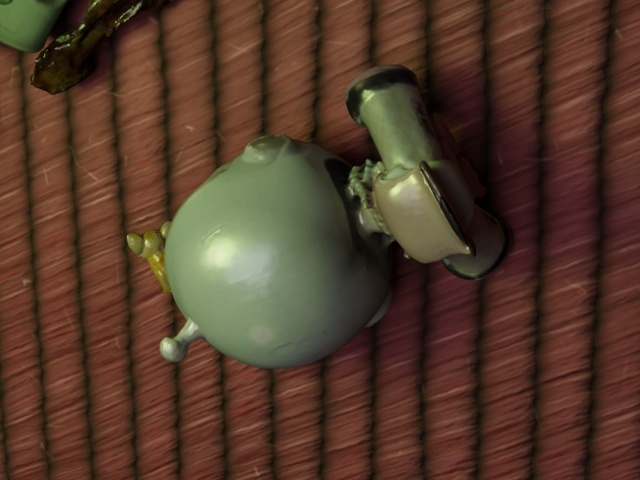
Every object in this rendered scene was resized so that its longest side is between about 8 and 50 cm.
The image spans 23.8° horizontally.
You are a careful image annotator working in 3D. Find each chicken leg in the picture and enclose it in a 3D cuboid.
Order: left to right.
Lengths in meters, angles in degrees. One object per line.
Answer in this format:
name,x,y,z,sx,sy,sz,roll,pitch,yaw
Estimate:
chicken leg,-0.221,-0.264,1.645,0.304,0.113,0.093,-38,71,30

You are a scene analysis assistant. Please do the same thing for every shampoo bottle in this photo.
shampoo bottle,-0.296,-0.326,1.655,0.118,0.087,0.234,31,114,-20

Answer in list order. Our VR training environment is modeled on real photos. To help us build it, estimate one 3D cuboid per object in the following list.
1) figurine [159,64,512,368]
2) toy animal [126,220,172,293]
figurine,-0.004,-0.009,1.576,0.361,0.211,0.253,-24,96,26
toy animal,-0.178,0.016,1.744,0.083,0.060,0.081,60,157,-5
